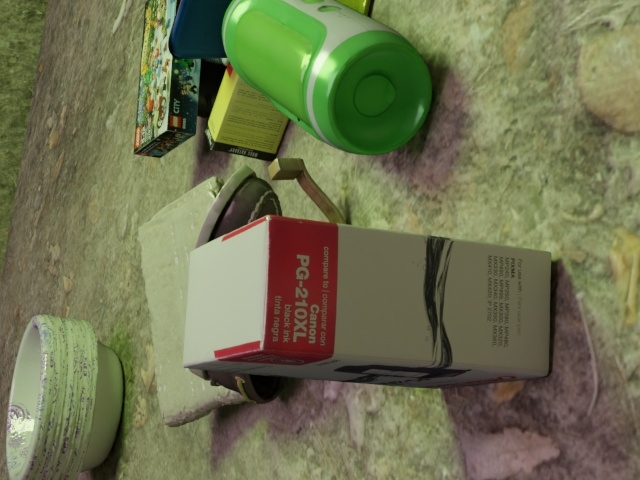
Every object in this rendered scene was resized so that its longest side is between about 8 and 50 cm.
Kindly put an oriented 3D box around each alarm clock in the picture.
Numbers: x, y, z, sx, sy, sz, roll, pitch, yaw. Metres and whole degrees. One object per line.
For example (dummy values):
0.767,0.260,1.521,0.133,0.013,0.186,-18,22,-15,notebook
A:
-0.188,-0.250,1.798,0.192,0.064,0.129,-163,84,-70,alarm clock

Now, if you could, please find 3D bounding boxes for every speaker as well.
-0.002,-0.182,1.233,0.296,0.131,0.131,43,120,57,speaker

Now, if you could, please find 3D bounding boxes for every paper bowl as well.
-0.419,0.269,2.000,0.284,0.148,0.284,-170,90,-66,paper bowl

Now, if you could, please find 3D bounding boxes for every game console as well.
-0.092,-0.383,1.485,0.250,0.173,0.293,-119,45,-55,game console

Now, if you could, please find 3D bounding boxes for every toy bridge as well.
0.000,0.000,1.251,0.026,0.063,0.188,-48,52,50,toy bridge

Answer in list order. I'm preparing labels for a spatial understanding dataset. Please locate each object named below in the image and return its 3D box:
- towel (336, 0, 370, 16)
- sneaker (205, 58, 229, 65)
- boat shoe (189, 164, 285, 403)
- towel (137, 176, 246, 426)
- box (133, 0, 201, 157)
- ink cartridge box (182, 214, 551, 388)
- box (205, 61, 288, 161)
0.030,-0.269,1.350,0.102,0.021,0.237,-161,82,-67,towel
-0.139,-0.306,1.686,0.052,0.058,0.135,73,-162,-70,sneaker
-0.071,0.056,1.257,0.116,0.097,0.324,-47,-21,-37,boat shoe
-0.150,0.078,1.502,0.187,0.049,0.282,-28,64,45,towel
-0.214,-0.246,1.713,0.159,0.044,0.233,161,114,-63,box
0.034,0.055,0.935,0.172,0.237,0.100,159,116,-63,ink cartridge box
-0.063,-0.211,1.459,0.058,0.087,0.232,-114,40,-53,box
